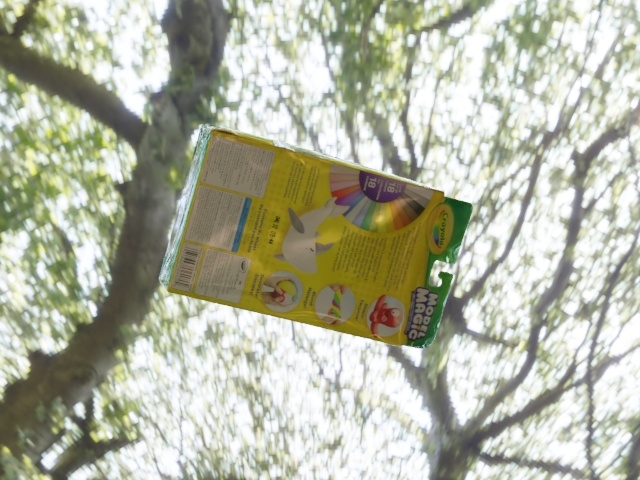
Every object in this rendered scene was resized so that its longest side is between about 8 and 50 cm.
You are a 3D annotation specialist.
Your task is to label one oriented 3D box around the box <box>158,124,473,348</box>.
[{"bbox_3d":[0.000,0.000,0.873,0.179,0.043,0.105,15,-85,-16],"label":"box"}]
